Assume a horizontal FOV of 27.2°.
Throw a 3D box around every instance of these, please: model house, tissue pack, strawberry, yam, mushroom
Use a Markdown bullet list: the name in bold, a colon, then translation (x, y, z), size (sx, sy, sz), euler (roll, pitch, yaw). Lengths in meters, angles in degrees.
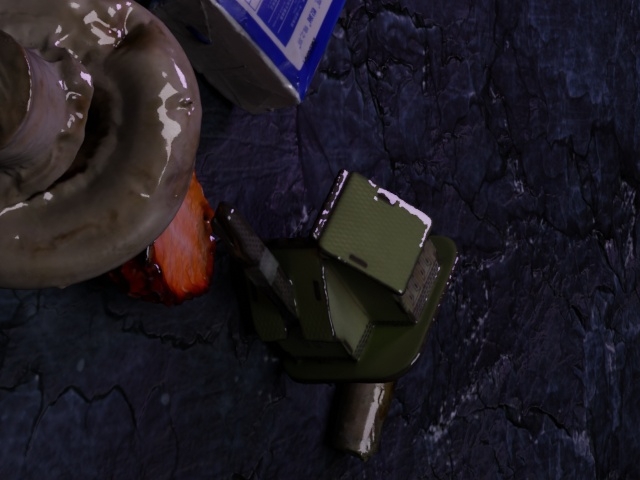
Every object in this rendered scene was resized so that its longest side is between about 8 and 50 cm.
- **model house**: translation (0.000, 0.000, 1.514), size (0.279, 0.204, 0.218), euler (53, 47, -34)
- **tissue pack**: translation (-0.069, -0.312, 1.507), size (0.209, 0.137, 0.270), euler (44, 57, -42)
- **strawberry**: translation (-0.187, -0.014, 1.361), size (0.236, 0.111, 0.190), euler (60, 28, -64)
- **yam**: translation (0.079, 0.132, 1.716), size (0.071, 0.067, 0.318), euler (24, 66, -17)
- **mushroom**: translation (-0.239, -0.101, 1.103), size (0.290, 0.292, 0.293), euler (165, -77, -83)
